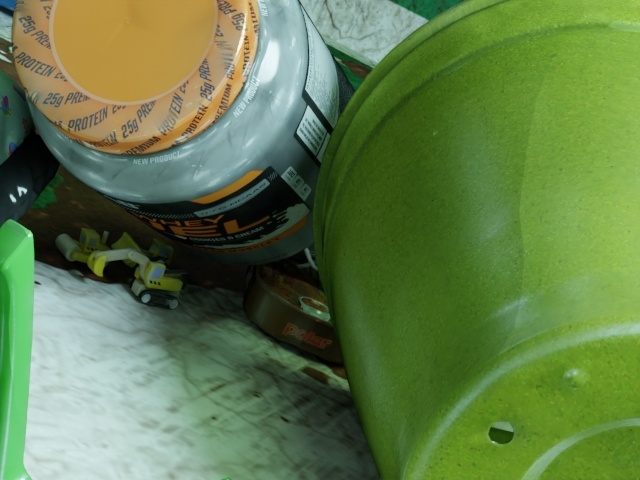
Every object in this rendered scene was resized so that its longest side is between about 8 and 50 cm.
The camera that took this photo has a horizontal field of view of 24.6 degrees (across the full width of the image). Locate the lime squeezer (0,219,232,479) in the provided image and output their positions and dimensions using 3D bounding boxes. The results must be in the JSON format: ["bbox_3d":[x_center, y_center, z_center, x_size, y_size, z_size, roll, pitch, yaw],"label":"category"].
[{"bbox_3d":[-0.115,0.105,0.660,0.059,0.110,0.310,14,-23,21],"label":"lime squeezer"}]

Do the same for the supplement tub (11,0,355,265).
[{"bbox_3d":[-0.085,-0.101,1.031,0.193,0.193,0.316,30,-4,17],"label":"supplement tub"}]

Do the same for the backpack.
[{"bbox_3d":[-0.265,-0.080,0.978,0.182,0.115,0.152,41,5,-9],"label":"backpack"}]

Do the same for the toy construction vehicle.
[{"bbox_3d":[-0.139,0.012,1.084,0.098,0.035,0.086,16,16,-36],"label":"toy construction vehicle"}]

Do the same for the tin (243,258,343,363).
[{"bbox_3d":[-0.010,0.048,1.192,0.106,0.040,0.189,21,13,-6],"label":"tin"}]

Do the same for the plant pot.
[{"bbox_3d":[0.167,0.066,0.869,0.366,0.366,0.353,24,25,-8],"label":"plant pot"}]

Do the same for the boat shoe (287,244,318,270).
[{"bbox_3d":[0.000,0.000,1.203,0.233,0.084,0.079,38,54,20],"label":"boat shoe"}]

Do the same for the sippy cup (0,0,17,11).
[{"bbox_3d":[-0.413,-0.397,1.784,0.224,0.240,0.305,11,-7,-16],"label":"sippy cup"}]
